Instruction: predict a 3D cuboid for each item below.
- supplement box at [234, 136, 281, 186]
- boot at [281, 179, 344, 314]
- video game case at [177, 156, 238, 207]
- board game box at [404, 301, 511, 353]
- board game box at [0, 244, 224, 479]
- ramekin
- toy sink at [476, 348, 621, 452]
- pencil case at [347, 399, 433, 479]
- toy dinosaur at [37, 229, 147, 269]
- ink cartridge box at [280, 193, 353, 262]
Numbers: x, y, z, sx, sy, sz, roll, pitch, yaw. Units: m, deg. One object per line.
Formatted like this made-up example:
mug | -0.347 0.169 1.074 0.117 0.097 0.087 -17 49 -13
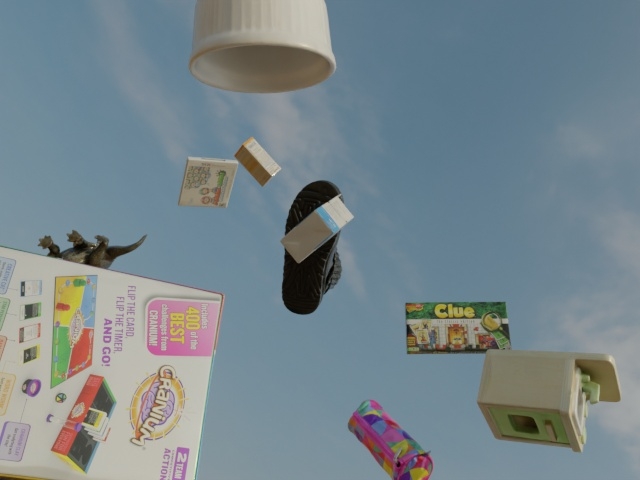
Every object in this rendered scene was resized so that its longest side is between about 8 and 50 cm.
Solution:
supplement box | -0.143 -0.178 1.483 0.098 0.036 0.062 48 -32 -4
boot | -0.004 0.000 1.665 0.131 0.260 0.348 18 -73 10
video game case | -0.315 -0.160 1.825 0.143 0.019 0.157 1 -51 -26
board game box | 0.348 0.223 1.668 0.259 0.136 0.030 -2 -31 5
board game box | -0.279 0.143 0.710 0.316 0.242 0.064 15 -32 -17
ramekin | -0.110 -0.384 1.236 0.277 0.135 0.277 -2 -4 0
toy sink | 0.438 0.307 1.243 0.234 0.131 0.153 -2 -42 30
pencil case | 0.149 0.444 1.426 0.104 0.104 0.236 55 -11 -29
toy dinosaur | -0.559 0.047 1.514 0.121 0.313 0.160 50 -23 13
ink cartridge box | 0.002 -0.028 1.335 0.104 0.180 0.060 -41 -91 24
